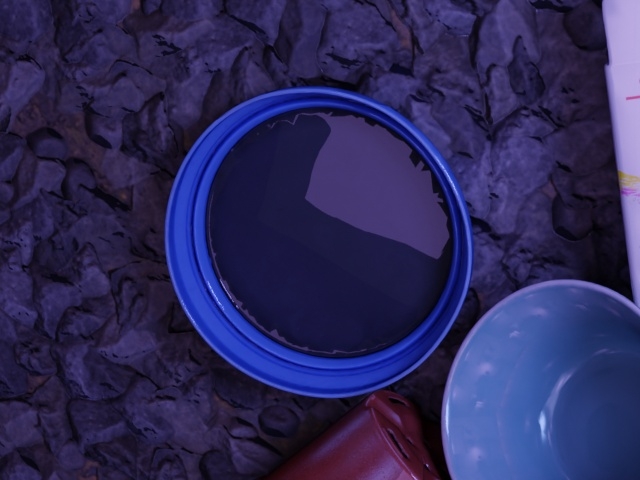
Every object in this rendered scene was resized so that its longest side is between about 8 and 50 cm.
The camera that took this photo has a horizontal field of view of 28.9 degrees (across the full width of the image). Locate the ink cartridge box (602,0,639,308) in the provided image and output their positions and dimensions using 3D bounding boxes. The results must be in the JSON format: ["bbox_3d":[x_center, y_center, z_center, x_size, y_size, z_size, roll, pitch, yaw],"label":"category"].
[{"bbox_3d":[0.429,-0.113,1.366,0.207,0.119,0.354,-6,102,17],"label":"ink cartridge box"}]

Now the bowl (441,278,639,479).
[{"bbox_3d":[0.310,0.211,1.423,0.311,0.163,0.312,-14,69,40],"label":"bowl"}]

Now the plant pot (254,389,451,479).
[{"bbox_3d":[0.046,0.343,1.523,0.272,0.272,0.265,45,106,2],"label":"plant pot"}]

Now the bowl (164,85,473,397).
[{"bbox_3d":[0.000,0.000,1.543,0.391,0.077,0.391,4,105,15],"label":"bowl"}]
